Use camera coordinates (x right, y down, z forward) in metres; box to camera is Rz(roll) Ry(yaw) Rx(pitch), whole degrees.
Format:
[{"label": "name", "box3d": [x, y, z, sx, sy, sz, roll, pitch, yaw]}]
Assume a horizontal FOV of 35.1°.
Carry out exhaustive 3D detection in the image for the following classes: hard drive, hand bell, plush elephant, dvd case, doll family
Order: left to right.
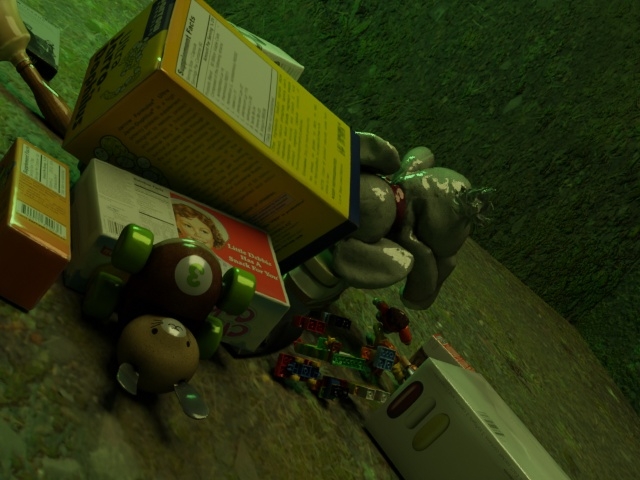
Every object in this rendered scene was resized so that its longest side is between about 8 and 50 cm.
[{"label": "dvd case", "box3d": [-0.522, -0.370, 1.716, 0.179, 0.029, 0.239, 36, 14, -27]}, {"label": "hand bell", "box3d": [-0.431, -0.251, 1.494, 0.242, 0.126, 0.126, 54, 12, -3]}, {"label": "hard drive", "box3d": [-0.107, 0.081, 1.448, 0.172, 0.054, 0.254, 46, 13, 12]}, {"label": "plush elephant", "box3d": [0.110, -0.040, 1.676, 0.255, 0.272, 0.330, 5, -13, -13]}, {"label": "doll family", "box3d": [0.149, 0.220, 1.680, 0.263, 0.118, 0.163, 47, -5, 0]}]

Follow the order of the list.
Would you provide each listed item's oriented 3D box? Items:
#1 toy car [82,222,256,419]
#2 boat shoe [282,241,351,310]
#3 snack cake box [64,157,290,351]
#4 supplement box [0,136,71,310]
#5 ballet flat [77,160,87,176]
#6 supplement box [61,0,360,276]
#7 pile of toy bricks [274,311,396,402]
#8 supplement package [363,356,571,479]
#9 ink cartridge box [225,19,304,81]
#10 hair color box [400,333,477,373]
[{"label": "toy car", "box3d": [-0.162, 0.101, 1.063, 0.155, 0.149, 0.188, 24, 31, -22]}, {"label": "boat shoe", "box3d": [-0.001, 0.055, 1.738, 0.113, 0.103, 0.302, 48, 13, 10]}, {"label": "snack cake box", "box3d": [-0.177, 0.019, 1.235, 0.264, 0.089, 0.152, 24, 28, -31]}, {"label": "supplement box", "box3d": [-0.321, -0.024, 1.095, 0.080, 0.078, 0.233, 33, 15, -25]}, {"label": "ballet flat", "box3d": [-0.256, -0.106, 1.514, 0.124, 0.116, 0.342, 49, 7, -5]}, {"label": "supplement box", "box3d": [-0.132, -0.133, 1.361, 0.356, 0.195, 0.194, 38, 36, -31]}, {"label": "pile of toy bricks", "box3d": [0.006, 0.164, 1.455, 0.212, 0.118, 0.105, 20, -7, -40]}, {"label": "supplement package", "box3d": [0.226, 0.323, 1.463, 0.262, 0.145, 0.204, 50, 14, 31]}, {"label": "ink cartridge box", "box3d": [-0.199, -0.356, 2.186, 0.272, 0.198, 0.115, 16, 22, -51]}, {"label": "hair color box", "box3d": [0.233, 0.260, 1.811, 0.167, 0.093, 0.053, 46, 13, 18]}]
